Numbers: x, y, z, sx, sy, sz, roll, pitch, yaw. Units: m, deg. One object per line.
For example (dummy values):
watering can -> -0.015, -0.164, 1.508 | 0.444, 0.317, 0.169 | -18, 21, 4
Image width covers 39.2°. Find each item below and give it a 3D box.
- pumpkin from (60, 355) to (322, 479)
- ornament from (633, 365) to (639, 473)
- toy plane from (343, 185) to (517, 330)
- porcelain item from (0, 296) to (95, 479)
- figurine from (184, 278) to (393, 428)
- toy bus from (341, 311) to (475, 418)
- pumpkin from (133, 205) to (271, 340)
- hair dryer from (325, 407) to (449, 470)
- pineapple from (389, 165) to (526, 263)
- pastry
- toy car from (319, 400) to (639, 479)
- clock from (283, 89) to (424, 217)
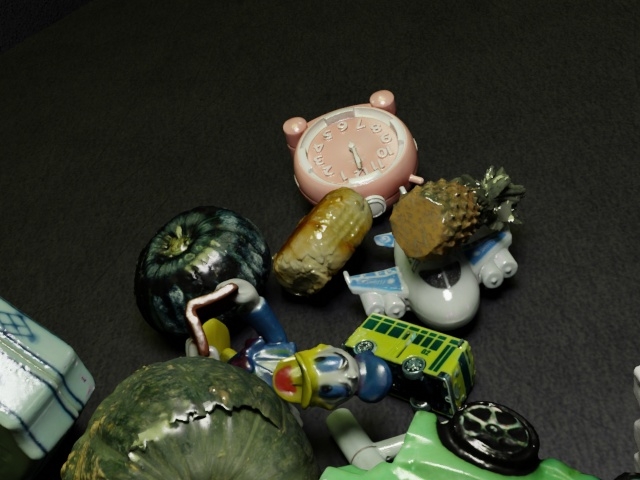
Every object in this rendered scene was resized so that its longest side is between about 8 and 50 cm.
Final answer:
pumpkin -> -0.135, 0.294, 0.986 | 0.292, 0.327, 0.257 | -32, 1, -21
ornament -> 0.474, 0.251, 0.893 | 0.240, 0.239, 0.239 | -18, 38, -2
toy plane -> 0.168, 0.034, 1.385 | 0.267, 0.122, 0.266 | -10, 41, 9
porcelain item -> -0.473, 0.196, 1.256 | 0.286, 0.281, 0.157 | 35, 53, -3
figurine -> -0.063, 0.149, 1.185 | 0.339, 0.283, 0.204 | 1, 48, 27
toy bus -> 0.127, 0.170, 1.253 | 0.175, 0.088, 0.101 | 14, 45, 36
pumpkin -> -0.193, 0.054, 1.452 | 0.233, 0.163, 0.233 | -24, 35, 18
hair dryer -> 0.119, 0.256, 1.195 | 0.183, 0.044, 0.155 | -23, 38, -16
pineapple -> 0.215, -0.046, 1.322 | 0.125, 0.125, 0.251 | 19, 28, 38
pastry -> 0.000, 0.000, 1.456 | 0.192, 0.093, 0.182 | -54, 7, -28
toy car -> 0.179, 0.306, 0.879 | 0.359, 0.213, 0.176 | 23, 30, 15
clock -> 0.067, -0.128, 1.626 | 0.227, 0.142, 0.241 | -18, 47, -1
